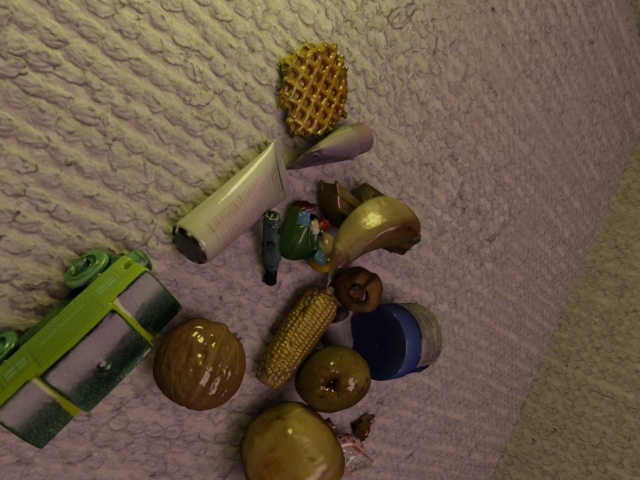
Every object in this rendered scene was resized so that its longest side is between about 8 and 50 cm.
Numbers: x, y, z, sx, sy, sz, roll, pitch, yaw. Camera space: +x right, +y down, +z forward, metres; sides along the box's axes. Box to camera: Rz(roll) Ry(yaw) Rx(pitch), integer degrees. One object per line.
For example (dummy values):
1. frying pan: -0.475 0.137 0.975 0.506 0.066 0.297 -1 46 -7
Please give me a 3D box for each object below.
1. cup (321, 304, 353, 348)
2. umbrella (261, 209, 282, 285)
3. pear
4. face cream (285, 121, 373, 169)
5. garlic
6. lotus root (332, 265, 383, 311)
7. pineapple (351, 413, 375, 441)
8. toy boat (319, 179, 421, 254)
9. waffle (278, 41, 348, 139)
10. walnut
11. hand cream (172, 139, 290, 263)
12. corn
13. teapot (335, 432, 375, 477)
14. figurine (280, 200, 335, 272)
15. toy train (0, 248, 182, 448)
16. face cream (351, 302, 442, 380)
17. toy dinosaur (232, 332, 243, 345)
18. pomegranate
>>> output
1. cup: 0.063 0.277 1.787 0.136 0.099 0.133 -27 122 -33
2. umbrella: -0.128 0.027 1.503 0.052 0.053 0.250 -32 141 -36
3. pear: 0.034 0.409 1.656 0.229 0.188 0.211 -18 165 0
4. face cream: 0.030 -0.254 1.544 0.274 0.154 0.096 -27 95 -39
5. garlic: 0.146 -0.001 1.579 0.339 0.151 0.196 -29 130 -29
6. lotus root: 0.114 0.153 1.728 0.257 0.155 0.140 -18 127 -81
7. pineapple: 0.158 0.678 2.066 0.114 0.077 0.114 -46 167 -35
8. toy boat: 0.160 -0.079 1.726 0.446 0.136 0.162 24 82 -45
9. waffle: -0.012 -0.399 1.499 0.245 0.052 0.254 -27 121 -36
10. walnut: -0.295 0.303 1.384 0.228 0.228 0.227 -17 117 -38
11. hand cream: -0.207 -0.089 1.398 0.359 0.118 0.185 -44 141 -31
12. corn: -0.063 0.276 1.648 0.346 0.130 0.130 -56 134 -11
13. teapot: 0.065 0.750 1.958 0.246 0.116 0.159 4 113 -27
14. figurine: -0.007 -0.006 1.611 0.234 0.127 0.185 18 85 -35
15. toy train: -0.484 0.199 1.118 0.442 0.272 0.179 -47 129 -21
16. face cream: 0.255 0.335 1.886 0.225 0.249 0.248 4 103 -44
17. toy dinosaur: -0.247 0.296 1.556 0.083 0.021 0.062 -34 119 -35
18. pomegranate: -0.075 0.645 1.648 0.333 0.333 0.332 -17 117 -38
